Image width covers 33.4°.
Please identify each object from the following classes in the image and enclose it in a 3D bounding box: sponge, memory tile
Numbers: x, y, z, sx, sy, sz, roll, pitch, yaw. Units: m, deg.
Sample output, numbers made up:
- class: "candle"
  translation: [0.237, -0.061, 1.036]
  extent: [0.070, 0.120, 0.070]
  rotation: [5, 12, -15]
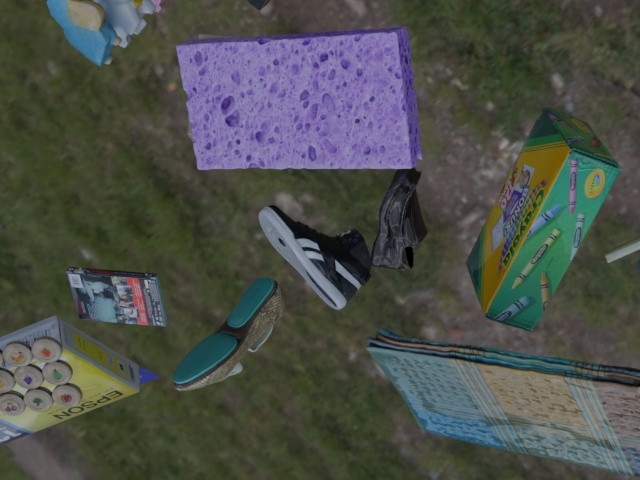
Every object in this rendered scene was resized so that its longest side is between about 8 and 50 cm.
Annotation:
- class: "sponge"
  translation: [-0.020, -0.121, 0.930]
  extent: [0.210, 0.031, 0.117]
  rotation: [1, 110, 24]
- class: "memory tile"
  translation: [-0.377, 0.171, 1.316]
  extent: [0.148, 0.012, 0.113]
  rotation: [-9, 122, 6]

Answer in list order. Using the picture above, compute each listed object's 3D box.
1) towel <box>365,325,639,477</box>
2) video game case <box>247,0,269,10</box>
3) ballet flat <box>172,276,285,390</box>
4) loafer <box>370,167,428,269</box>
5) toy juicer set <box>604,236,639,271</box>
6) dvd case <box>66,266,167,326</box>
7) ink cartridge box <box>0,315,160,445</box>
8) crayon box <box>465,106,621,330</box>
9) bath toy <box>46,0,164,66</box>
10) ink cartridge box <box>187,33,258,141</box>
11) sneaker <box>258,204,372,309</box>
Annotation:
- class: "towel"
  translation: [0.269, 0.218, 1.418]
  extent: [0.370, 0.040, 0.271]
  rotation: [6, 147, 31]
- class: "video game case"
  translation: [0.032, -0.387, 1.126]
  extent: [0.035, 0.275, 0.248]
  rotation: [40, 166, -7]
- class: "ballet flat"
  translation: [-0.113, 0.140, 1.442]
  extent: [0.073, 0.206, 0.067]
  rotation: [18, 146, 45]
- class: "loafer"
  translation: [0.136, -0.034, 1.685]
  extent: [0.078, 0.080, 0.220]
  rotation: [19, 141, 9]
- class: "toy juicer set"
  translation: [0.563, -0.009, 1.555]
  extent: [0.209, 0.329, 0.089]
  rotation: [-28, 82, 31]
- class: "dvd case"
  translation: [-0.261, 0.073, 1.372]
  extent: [0.120, 0.013, 0.087]
  rotation: [3, 131, 8]
- class: "ink cartridge box"
  translation: [-0.443, 0.239, 1.629]
  extent: [0.307, 0.304, 0.072]
  rotation: [50, -159, -56]
- class: "crayon box"
  translation: [0.312, -0.031, 1.534]
  extent: [0.081, 0.165, 0.278]
  rotation: [18, 114, -12]
- class: "bath toy"
  translation: [-0.291, -0.437, 1.718]
  extent: [0.129, 0.348, 0.151]
  rotation: [39, 142, -6]
- class: "ink cartridge box"
  translation: [-0.112, -0.267, 1.936]
  extent: [0.235, 0.193, 0.088]
  rotation: [4, 172, 6]
- class: "sneaker"
  translation: [0.000, 0.000, 1.799]
  extent: [0.217, 0.121, 0.079]
  rotation: [51, 160, -15]
